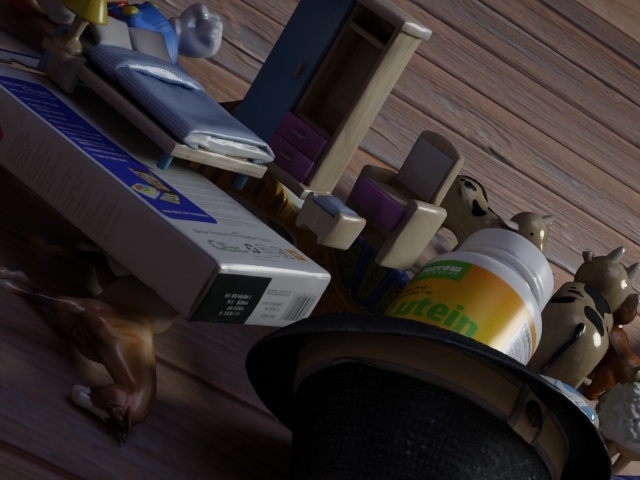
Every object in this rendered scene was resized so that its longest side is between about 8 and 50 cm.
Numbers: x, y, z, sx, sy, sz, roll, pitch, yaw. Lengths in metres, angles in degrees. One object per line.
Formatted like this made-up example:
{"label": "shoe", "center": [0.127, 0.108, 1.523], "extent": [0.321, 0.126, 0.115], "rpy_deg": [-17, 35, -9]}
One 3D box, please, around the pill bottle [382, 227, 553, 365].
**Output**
{"label": "pill bottle", "center": [0.124, 0.096, 1.795], "extent": [0.136, 0.136, 0.245], "rpy_deg": [41, 48, 1]}

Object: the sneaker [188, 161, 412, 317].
{"label": "sneaker", "center": [0.000, 0.000, 1.932], "extent": [0.296, 0.112, 0.131], "rpy_deg": [42, 17, -2]}

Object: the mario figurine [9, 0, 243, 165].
{"label": "mario figurine", "center": [-0.191, -0.233, 1.975], "extent": [0.320, 0.170, 0.198], "rpy_deg": [48, -12, 1]}

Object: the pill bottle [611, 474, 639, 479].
{"label": "pill bottle", "center": [0.298, 0.296, 1.789], "extent": [0.265, 0.153, 0.153], "rpy_deg": [11, 36, -51]}

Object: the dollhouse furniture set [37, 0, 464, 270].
{"label": "dollhouse furniture set", "center": [-0.048, -0.146, 1.720], "extent": [0.286, 0.198, 0.303], "rpy_deg": [40, 17, 36]}

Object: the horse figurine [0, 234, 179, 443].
{"label": "horse figurine", "center": [-0.181, 0.046, 1.614], "extent": [0.174, 0.066, 0.263], "rpy_deg": [32, 25, 0]}

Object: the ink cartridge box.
{"label": "ink cartridge box", "center": [-0.174, -0.052, 1.656], "extent": [0.371, 0.069, 0.176], "rpy_deg": [40, 16, 27]}

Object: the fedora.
{"label": "fedora", "center": [0.073, 0.199, 1.564], "extent": [0.334, 0.334, 0.152], "rpy_deg": [31, 59, -21]}

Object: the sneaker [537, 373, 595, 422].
{"label": "sneaker", "center": [0.187, 0.194, 1.759], "extent": [0.086, 0.237, 0.085], "rpy_deg": [33, 65, 6]}

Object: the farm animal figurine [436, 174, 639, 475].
{"label": "farm animal figurine", "center": [0.263, 0.068, 2.138], "extent": [0.330, 0.172, 0.327], "rpy_deg": [35, 23, -13]}
